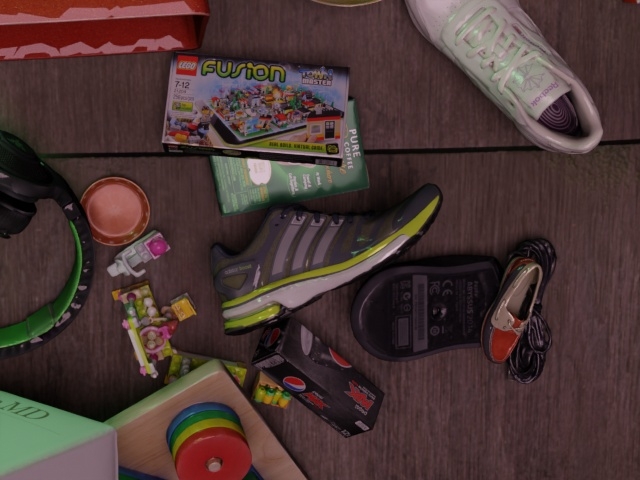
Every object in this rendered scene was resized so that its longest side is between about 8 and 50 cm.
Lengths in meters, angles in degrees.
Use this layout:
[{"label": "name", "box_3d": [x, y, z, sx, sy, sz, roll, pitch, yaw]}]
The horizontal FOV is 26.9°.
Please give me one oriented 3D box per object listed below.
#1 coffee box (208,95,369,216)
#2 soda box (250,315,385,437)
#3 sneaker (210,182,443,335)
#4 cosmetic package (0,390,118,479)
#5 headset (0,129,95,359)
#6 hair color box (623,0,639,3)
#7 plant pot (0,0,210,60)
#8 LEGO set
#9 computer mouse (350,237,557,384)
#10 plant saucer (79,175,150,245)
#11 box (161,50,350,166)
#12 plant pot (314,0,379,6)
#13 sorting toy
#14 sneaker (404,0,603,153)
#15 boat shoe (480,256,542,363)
[{"label": "coffee box", "box_3d": [-0.040, -0.100, 1.592, 0.184, 0.040, 0.113, -13, 103, -4]}, {"label": "soda box", "box_3d": [-0.002, 0.167, 1.630, 0.169, 0.060, 0.053, 41, 138, -24]}, {"label": "sneaker", "box_3d": [0.000, 0.000, 1.549, 0.300, 0.111, 0.121, -27, 86, 7]}, {"label": "cosmetic package", "box_3d": [-0.462, 0.363, 1.406, 0.329, 0.393, 0.327, 10, 105, 35]}, {"label": "headset", "box_3d": [-0.414, -0.026, 1.482, 0.243, 0.185, 0.394, -34, 115, 1]}, {"label": "hair color box", "box_3d": [0.434, -0.353, 1.595, 0.167, 0.053, 0.093, -21, 104, -4]}, {"label": "plant pot", "box_3d": [-0.262, -0.327, 1.411, 0.267, 0.267, 0.236, -4, 91, -7]}, {"label": "LEGO set", "box_3d": [-0.154, 0.131, 1.596, 0.132, 0.107, 0.287, -40, 105, 2]}, {"label": "computer mouse", "box_3d": [0.154, 0.086, 1.654, 0.272, 0.072, 0.188, 0, 101, -21]}, {"label": "plant saucer", "box_3d": [-0.245, -0.035, 1.592, 0.083, 0.013, 0.083, -2, 103, -7]}, {"label": "box", "box_3d": [-0.073, -0.151, 1.541, 0.207, 0.036, 0.114, 4, 77, -1]}, {"label": "plant pot", "box_3d": [0.031, -0.381, 1.516, 0.236, 0.032, 0.236, 0, 91, 4]}, {"label": "sorting toy", "box_3d": [-0.163, 0.308, 1.596, 0.257, 0.089, 0.255, -30, 126, 3]}, {"label": "sneaker", "box_3d": [0.222, -0.218, 1.546, 0.305, 0.152, 0.114, 43, 96, -13]}, {"label": "boat shoe", "box_3d": [0.233, 0.087, 1.622, 0.049, 0.043, 0.137, 16, 96, -25]}]
